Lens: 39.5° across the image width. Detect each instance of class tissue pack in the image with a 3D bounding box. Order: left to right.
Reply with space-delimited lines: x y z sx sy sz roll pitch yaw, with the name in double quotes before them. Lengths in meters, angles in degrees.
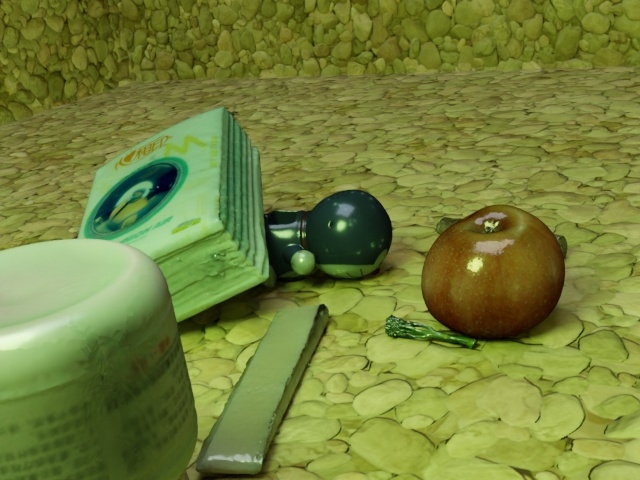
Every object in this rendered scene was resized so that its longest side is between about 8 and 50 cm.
"tissue pack" -0.241 -0.033 1.447 0.288 0.162 0.388 -25 33 11

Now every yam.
"yam" 0.302 -0.003 1.503 0.241 0.056 0.057 13 29 39

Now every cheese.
"cheese" -0.065 0.182 1.175 0.085 0.034 0.400 -8 19 15

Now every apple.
"apple" 0.241 0.039 1.248 0.201 0.162 0.201 -6 20 2

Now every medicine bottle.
"medicine bottle" -0.238 0.184 0.813 0.256 0.324 0.256 -9 20 3

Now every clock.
"clock" 0.000 0.000 1.489 0.244 0.146 0.199 -11 17 16

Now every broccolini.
"broccolini" 0.154 0.131 1.243 0.140 0.030 0.035 9 -10 29
